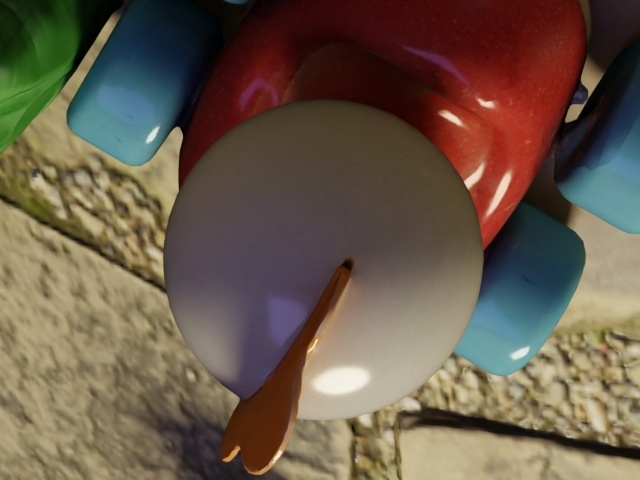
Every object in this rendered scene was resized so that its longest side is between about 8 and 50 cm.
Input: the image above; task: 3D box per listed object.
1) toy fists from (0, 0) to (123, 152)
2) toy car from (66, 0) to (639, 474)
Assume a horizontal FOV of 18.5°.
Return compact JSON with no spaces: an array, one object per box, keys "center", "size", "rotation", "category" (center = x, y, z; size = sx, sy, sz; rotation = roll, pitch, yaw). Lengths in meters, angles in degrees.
[{"center":[-0.211,-0.051,0.842],"size":[0.279,0.142,0.096],"rotation":[-21,121,36],"category":"toy fists"},{"center":[0.000,0.000,0.729],"size":[0.219,0.238,0.210],"rotation":[31,136,-6],"category":"toy car"}]
